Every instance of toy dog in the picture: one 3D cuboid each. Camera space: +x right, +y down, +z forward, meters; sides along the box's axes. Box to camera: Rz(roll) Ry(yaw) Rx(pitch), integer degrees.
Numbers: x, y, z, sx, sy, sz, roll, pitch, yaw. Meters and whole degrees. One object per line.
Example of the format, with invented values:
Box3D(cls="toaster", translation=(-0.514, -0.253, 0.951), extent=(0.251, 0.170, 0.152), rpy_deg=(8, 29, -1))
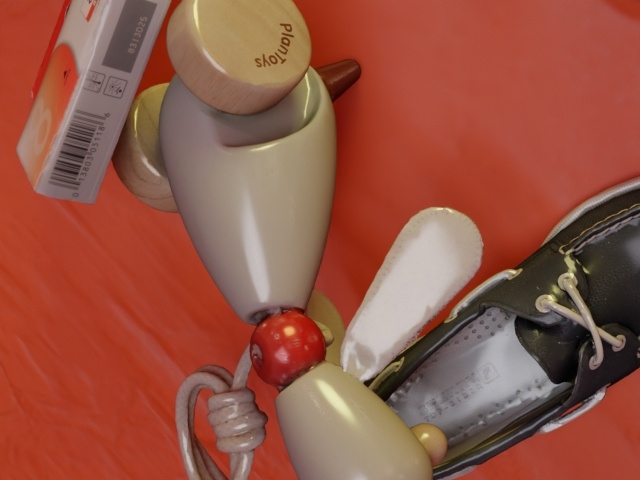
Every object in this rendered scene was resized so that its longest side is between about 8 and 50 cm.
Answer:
Box3D(cls="toy dog", translation=(0.000, 0.000, 0.840), extent=(0.220, 0.161, 0.333), rpy_deg=(-7, 97, 57))

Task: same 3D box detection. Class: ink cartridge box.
Box3D(cls="ink cartridge box", translation=(-0.158, -0.126, 0.868), extent=(0.045, 0.179, 0.145), rpy_deg=(12, 112, -32))

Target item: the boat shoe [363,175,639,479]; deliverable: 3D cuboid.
Box3D(cls="boat shoe", translation=(0.142, 0.066, 0.870), extent=(0.302, 0.091, 0.114), rpy_deg=(-41, 90, 20))
